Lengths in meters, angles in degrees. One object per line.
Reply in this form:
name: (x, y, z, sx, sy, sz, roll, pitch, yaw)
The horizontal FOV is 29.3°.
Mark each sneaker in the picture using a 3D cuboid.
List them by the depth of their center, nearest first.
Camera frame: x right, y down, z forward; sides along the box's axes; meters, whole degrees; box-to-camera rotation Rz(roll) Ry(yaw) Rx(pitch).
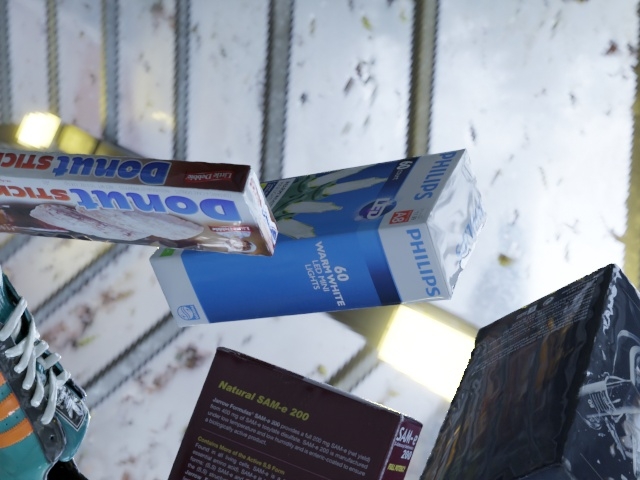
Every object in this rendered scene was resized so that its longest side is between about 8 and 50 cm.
sneaker: (-0.268, 0.130, 1.103, 0.108, 0.121, 0.302, -74, 165, -54)

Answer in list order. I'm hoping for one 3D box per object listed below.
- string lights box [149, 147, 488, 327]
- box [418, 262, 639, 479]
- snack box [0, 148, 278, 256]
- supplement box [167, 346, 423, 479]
string lights box: (0.000, 0.000, 1.057, 0.260, 0.076, 0.133, -8, -153, 26)
box: (0.277, 0.258, 1.137, 0.179, 0.343, 0.312, -31, -165, 35)
snack box: (-0.116, -0.023, 0.696, 0.178, 0.064, 0.022, 5, -122, 17)
supplement box: (-0.040, 0.201, 0.759, 0.130, 0.073, 0.239, 19, -96, 20)
